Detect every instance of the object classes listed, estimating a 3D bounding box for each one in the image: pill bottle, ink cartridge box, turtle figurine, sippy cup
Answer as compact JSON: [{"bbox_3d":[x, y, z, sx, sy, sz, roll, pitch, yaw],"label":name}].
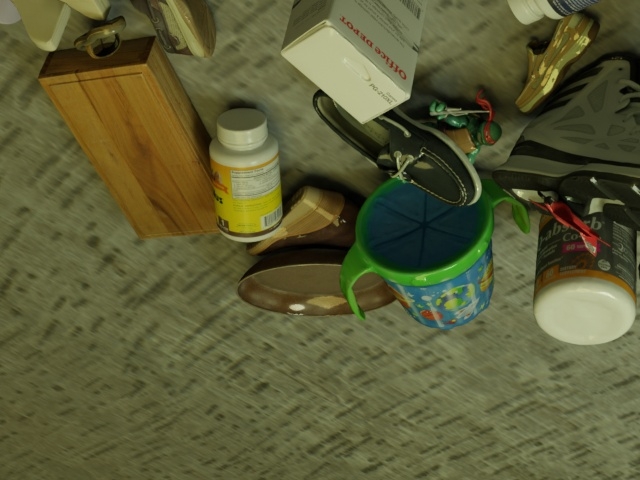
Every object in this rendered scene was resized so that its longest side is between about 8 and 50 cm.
[{"bbox_3d":[-0.127,-0.112,2.138,0.117,0.117,0.215,4,125,10],"label":"pill bottle"},{"bbox_3d":[0.431,0.017,2.041,0.162,0.278,0.162,7,141,6],"label":"pill bottle"},{"bbox_3d":[0.346,-0.364,1.744,0.169,0.094,0.094,-22,131,34],"label":"pill bottle"},{"bbox_3d":[0.053,-0.310,1.771,0.172,0.237,0.100,38,135,-28],"label":"ink cartridge box"},{"bbox_3d":[0.207,-0.155,2.016,0.234,0.118,0.175,-5,114,43],"label":"turtle figurine"},{"bbox_3d":[0.199,0.029,2.158,0.306,0.240,0.224,0,144,20],"label":"sippy cup"}]

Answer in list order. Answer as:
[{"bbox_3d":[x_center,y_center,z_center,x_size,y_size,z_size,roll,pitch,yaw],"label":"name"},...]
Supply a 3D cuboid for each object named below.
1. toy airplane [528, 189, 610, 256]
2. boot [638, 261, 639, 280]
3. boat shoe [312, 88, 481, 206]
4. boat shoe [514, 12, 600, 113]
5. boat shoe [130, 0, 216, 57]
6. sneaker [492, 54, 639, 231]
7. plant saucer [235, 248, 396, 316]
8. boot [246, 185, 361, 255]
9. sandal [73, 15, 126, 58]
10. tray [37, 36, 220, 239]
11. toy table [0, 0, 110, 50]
[{"bbox_3d":[0.369,-0.025,1.838,0.151,0.151,0.028,38,93,-29],"label":"toy airplane"},{"bbox_3d":[0.554,-0.049,1.985,0.094,0.207,0.246,4,140,11],"label":"boot"},{"bbox_3d":[0.114,-0.145,1.960,0.302,0.091,0.114,39,141,19],"label":"boat shoe"},{"bbox_3d":[0.339,-0.274,1.891,0.072,0.068,0.190,32,129,-5],"label":"boat shoe"},{"bbox_3d":[-0.244,-0.378,1.879,0.092,0.102,0.285,-8,143,17],"label":"boat shoe"},{"bbox_3d":[0.454,-0.156,1.798,0.169,0.257,0.447,36,169,-32],"label":"sneaker"},{"bbox_3d":[-0.003,0.076,2.349,0.311,0.050,0.310,-1,159,0],"label":"plant saucer"},{"bbox_3d":[0.000,0.000,2.287,0.207,0.090,0.248,26,145,-23],"label":"boot"},{"bbox_3d":[-0.335,-0.309,1.952,0.049,0.072,0.180,62,162,-13],"label":"sandal"},{"bbox_3d":[-0.300,-0.163,2.178,0.203,0.076,0.411,-5,139,20],"label":"tray"},{"bbox_3d":[-0.408,-0.400,1.803,0.161,0.252,0.274,15,176,12],"label":"toy table"}]
